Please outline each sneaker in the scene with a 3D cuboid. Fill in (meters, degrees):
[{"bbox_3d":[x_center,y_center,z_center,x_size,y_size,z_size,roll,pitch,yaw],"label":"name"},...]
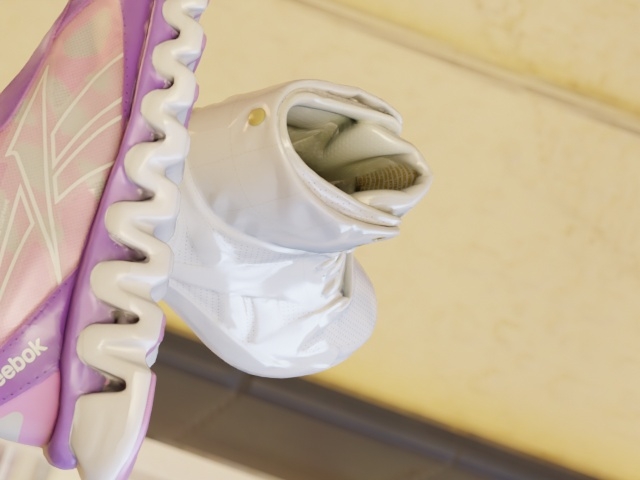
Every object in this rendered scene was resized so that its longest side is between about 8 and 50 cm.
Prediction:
[{"bbox_3d":[0.000,0.000,1.142,0.169,0.108,0.292,-11,156,27],"label":"sneaker"},{"bbox_3d":[-0.102,-0.029,0.749,0.104,0.236,0.095,9,165,-4],"label":"sneaker"}]
